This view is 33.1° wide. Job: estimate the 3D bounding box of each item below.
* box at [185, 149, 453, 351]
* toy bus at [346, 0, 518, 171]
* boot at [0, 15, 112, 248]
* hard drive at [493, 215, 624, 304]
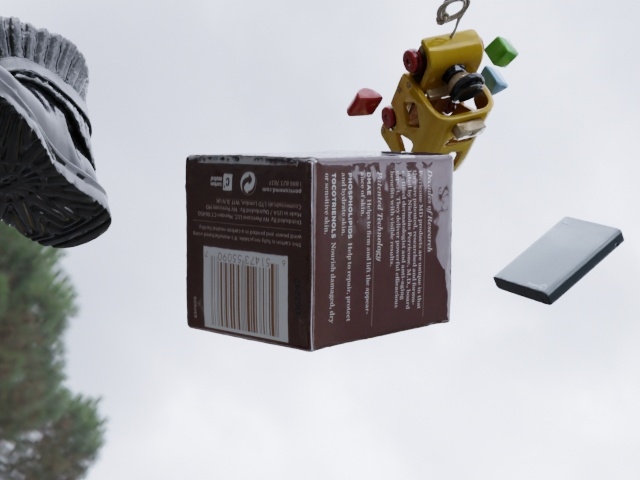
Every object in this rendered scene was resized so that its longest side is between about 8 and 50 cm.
[{"bbox_3d":[0.000,0.000,1.016,0.168,0.203,0.167,5,-82,42],"label":"box"},{"bbox_3d":[0.149,-0.160,1.258,0.191,0.104,0.202,-37,-27,17],"label":"toy bus"},{"bbox_3d":[-0.357,-0.167,1.195,0.131,0.260,0.348,-19,-29,6],"label":"boot"},{"bbox_3d":[0.288,0.023,1.305,0.094,0.135,0.022,19,-39,55],"label":"hard drive"}]
